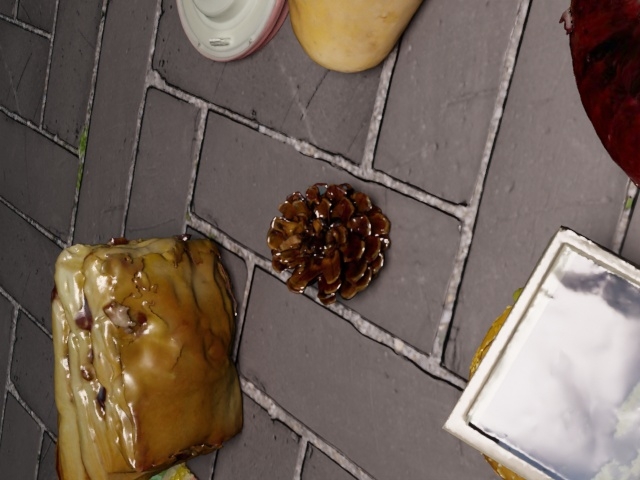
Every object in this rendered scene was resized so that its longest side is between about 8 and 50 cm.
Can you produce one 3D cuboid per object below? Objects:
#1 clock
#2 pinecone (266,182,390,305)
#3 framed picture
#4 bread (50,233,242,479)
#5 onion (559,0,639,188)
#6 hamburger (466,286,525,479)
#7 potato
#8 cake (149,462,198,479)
[{"bbox_3d":[-0.115,-0.350,1.255,0.244,0.056,0.244,0,90,49],"label":"clock"},{"bbox_3d":[0.002,-0.001,1.075,0.140,0.121,0.140,-9,73,33],"label":"pinecone"},{"bbox_3d":[0.249,0.130,0.744,0.260,0.023,0.189,31,94,15],"label":"framed picture"},{"bbox_3d":[-0.200,0.157,1.237,0.167,0.277,0.324,6,97,26],"label":"bread"},{"bbox_3d":[0.297,-0.151,0.640,0.314,0.232,0.313,2,92,48],"label":"onion"},{"bbox_3d":[0.207,0.143,0.847,0.182,0.118,0.191,51,131,37],"label":"hamburger"},{"bbox_3d":[0.037,-0.289,1.026,0.150,0.146,0.233,-94,28,-54],"label":"potato"},{"bbox_3d":[-0.240,0.406,1.432,0.225,0.090,0.109,-54,48,12],"label":"cake"}]
